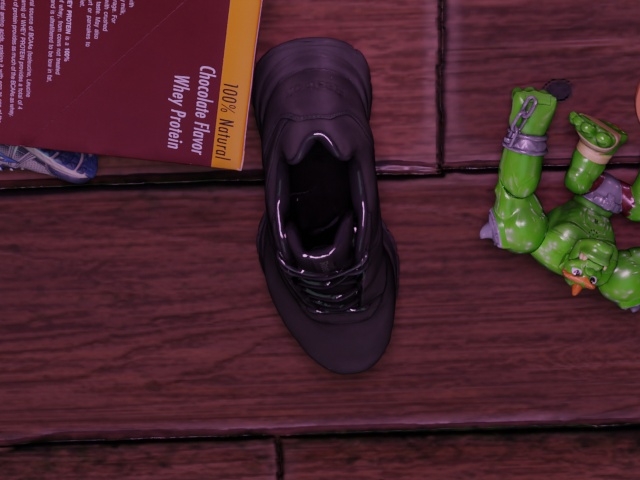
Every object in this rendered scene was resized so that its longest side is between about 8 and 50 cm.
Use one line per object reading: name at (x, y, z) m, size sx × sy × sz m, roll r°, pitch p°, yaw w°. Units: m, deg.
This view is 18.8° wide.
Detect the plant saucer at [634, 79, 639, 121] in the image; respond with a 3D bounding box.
plant saucer at (0.268, -0.101, 1.390) m, size 0.083 × 0.013 × 0.083 m, roll 0°, pitch 128°, yaw 1°

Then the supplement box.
supplement box at (-0.134, -0.167, 1.265) m, size 0.194 × 0.129 × 0.191 m, roll 6°, pitch 128°, yaw -4°

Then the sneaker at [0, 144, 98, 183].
sneaker at (-0.225, -0.075, 1.395) m, size 0.135 × 0.052 × 0.058 m, roll 28°, pitch 133°, yaw -12°

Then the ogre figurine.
ogre figurine at (0.205, -0.021, 1.408) m, size 0.197 × 0.097 × 0.118 m, roll 19°, pitch 109°, yaw -33°

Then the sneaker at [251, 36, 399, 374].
sneaker at (0.000, 0.000, 1.397) m, size 0.109 × 0.130 × 0.286 m, roll -9°, pitch 129°, yaw 4°
